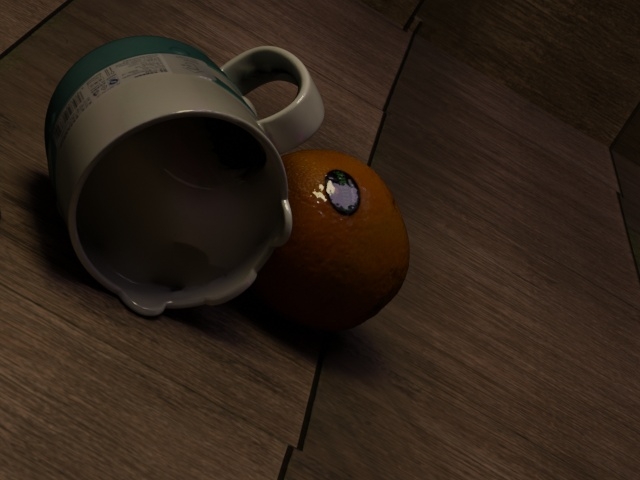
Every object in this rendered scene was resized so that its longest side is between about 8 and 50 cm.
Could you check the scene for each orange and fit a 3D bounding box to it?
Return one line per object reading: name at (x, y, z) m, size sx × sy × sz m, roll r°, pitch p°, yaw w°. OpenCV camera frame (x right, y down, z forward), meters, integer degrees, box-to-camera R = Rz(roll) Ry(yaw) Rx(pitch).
orange at (0.000, 0.000, 1.817) m, size 0.206 × 0.206 × 0.206 m, roll 28°, pitch 19°, yaw -11°

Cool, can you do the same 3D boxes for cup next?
cup at (-0.136, -0.096, 1.716) m, size 0.219 × 0.290 × 0.257 m, roll 60°, pitch -1°, yaw -35°
